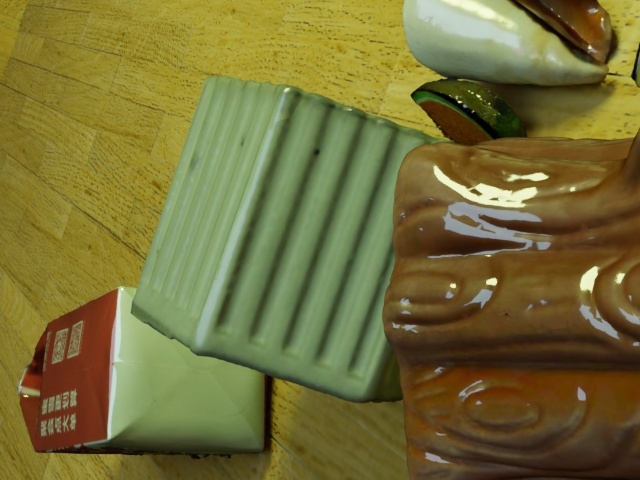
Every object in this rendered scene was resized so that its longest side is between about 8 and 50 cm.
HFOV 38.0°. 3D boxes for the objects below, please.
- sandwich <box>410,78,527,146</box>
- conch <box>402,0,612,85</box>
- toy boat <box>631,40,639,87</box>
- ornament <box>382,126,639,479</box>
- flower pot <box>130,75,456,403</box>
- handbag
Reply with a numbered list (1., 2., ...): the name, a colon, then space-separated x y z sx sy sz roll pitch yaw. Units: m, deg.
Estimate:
1. sandwich: 0.111 -0.092 0.700 0.026 0.069 0.101 -46 34 -12
2. conch: 0.130 -0.163 0.673 0.104 0.094 0.176 -49 35 -9
3. toy boat: 0.242 -0.163 0.540 0.072 0.064 0.206 14 90 39
4. ornament: 0.169 0.032 0.435 0.235 0.221 0.217 -40 20 -34
5. flower pot: 0.000 0.000 0.688 0.209 0.239 0.190 19 91 27
6. handbag: -0.186 0.151 0.944 0.298 0.171 0.151 -25 59 54
